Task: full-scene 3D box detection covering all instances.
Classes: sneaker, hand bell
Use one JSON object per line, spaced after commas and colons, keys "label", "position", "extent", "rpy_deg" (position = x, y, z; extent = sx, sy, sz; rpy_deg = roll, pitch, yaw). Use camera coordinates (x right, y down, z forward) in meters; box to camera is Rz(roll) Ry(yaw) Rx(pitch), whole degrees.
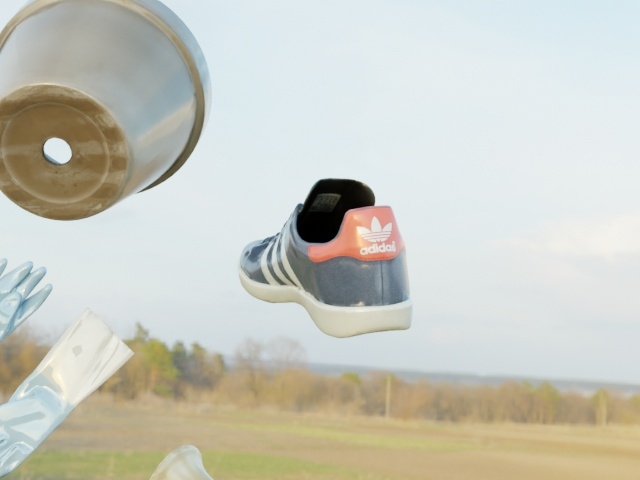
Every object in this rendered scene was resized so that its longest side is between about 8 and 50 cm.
{"label": "sneaker", "position": [0.000, 0.000, 1.058], "extent": [0.131, 0.148, 0.350], "rpy_deg": [-7, 10, -25]}
{"label": "hand bell", "position": [-0.140, 0.423, 1.443], "extent": [0.242, 0.126, 0.126], "rpy_deg": [23, 3, 31]}

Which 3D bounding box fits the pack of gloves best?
{"label": "pack of gloves", "position": [-0.372, 0.149, 1.109], "extent": [0.195, 0.232, 0.046], "rpy_deg": [44, -19, 2]}

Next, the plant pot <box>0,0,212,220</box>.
{"label": "plant pot", "position": [-0.329, -0.171, 1.296], "extent": [0.323, 0.323, 0.280], "rpy_deg": [3, 26, 1]}
